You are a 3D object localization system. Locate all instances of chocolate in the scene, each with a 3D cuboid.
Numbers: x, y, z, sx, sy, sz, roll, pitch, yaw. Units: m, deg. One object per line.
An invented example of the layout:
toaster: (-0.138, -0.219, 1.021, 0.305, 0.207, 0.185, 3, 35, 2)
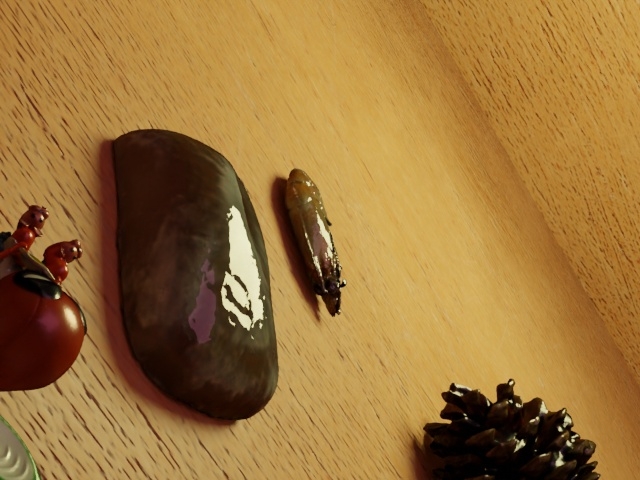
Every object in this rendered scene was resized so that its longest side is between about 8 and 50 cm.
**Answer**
chocolate: (-0.091, 0.017, 0.866, 0.157, 0.080, 0.254, 37, 34, -48)

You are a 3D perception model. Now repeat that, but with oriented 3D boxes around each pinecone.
pinecone: (0.220, 0.257, 1.183, 0.204, 0.179, 0.184, 55, -6, 25)

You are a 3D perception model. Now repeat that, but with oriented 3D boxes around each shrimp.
shrimp: (0.000, 0.000, 1.144, 0.101, 0.042, 0.190, 44, 27, -55)

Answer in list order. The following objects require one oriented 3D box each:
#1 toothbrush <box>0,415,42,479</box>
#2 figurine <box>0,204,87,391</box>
toothbrush: (-0.195, 0.110, 0.582, 0.418, 0.040, 0.042, 61, 28, -5)
figurine: (-0.185, 0.040, 0.624, 0.068, 0.075, 0.140, 50, 8, -30)
